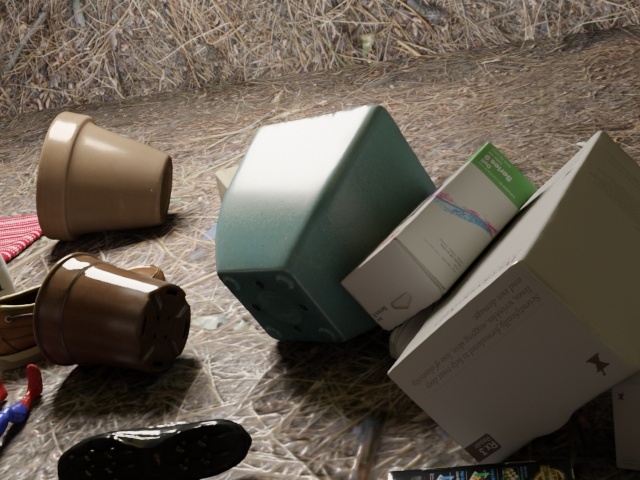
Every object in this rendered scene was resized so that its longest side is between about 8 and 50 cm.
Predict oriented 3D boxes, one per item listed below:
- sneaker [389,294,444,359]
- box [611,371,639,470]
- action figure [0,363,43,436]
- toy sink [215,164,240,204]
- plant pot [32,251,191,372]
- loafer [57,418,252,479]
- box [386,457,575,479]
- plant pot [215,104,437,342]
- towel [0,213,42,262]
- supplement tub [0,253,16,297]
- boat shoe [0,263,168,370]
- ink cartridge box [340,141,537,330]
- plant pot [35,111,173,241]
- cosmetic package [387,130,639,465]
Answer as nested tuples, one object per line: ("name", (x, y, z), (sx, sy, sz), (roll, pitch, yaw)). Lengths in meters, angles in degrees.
("sneaker", (0.162, 0.086, 1.164), (0.115, 0.091, 0.232), (0, 23, 36))
("box", (0.341, 0.162, 0.858), (0.101, 0.102, 0.087), (1, 23, 28))
("action figure", (-0.436, 0.214, 1.088), (0.091, 0.139, 0.280), (-10, 24, 6))
("toy sink", (-0.081, -0.036, 1.503), (0.131, 0.153, 0.234), (-16, 21, -12))
("plant pot", (-0.283, 0.110, 1.248), (0.165, 0.167, 0.167), (9, 28, 25))
("loafer", (-0.183, 0.243, 0.980), (0.223, 0.076, 0.078), (-13, -16, 14))
("box", (0.139, 0.273, 0.748), (0.175, 0.051, 0.220), (-7, 21, 10))
("plant pot", (0.000, 0.000, 1.225), (0.247, 0.247, 0.252), (-4, 43, 43))
("towel", (-0.700, 0.001, 1.895), (0.198, 0.031, 0.275), (-5, 22, 14))
("supplement tub", (-0.666, 0.107, 1.365), (0.338, 0.207, 0.207), (-29, 27, -37))
("boat shoe", (-0.378, 0.093, 1.392), (0.307, 0.105, 0.110), (-27, 26, -35))
("ink cartridge box", (0.144, -0.003, 1.088), (0.212, 0.093, 0.154), (-45, -1, -32))
("plant pot", (-0.426, -0.118, 1.808), (0.229, 0.263, 0.263), (7, 22, -1))
("cosmetic package", (0.255, 0.051, 0.987), (0.217, 0.156, 0.385), (-48, -5, 35))
